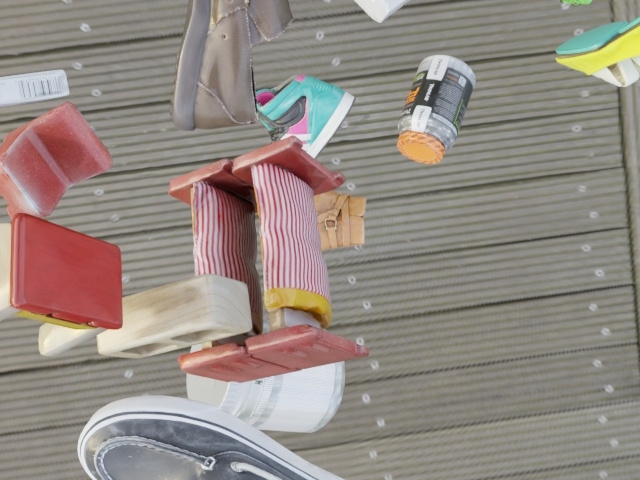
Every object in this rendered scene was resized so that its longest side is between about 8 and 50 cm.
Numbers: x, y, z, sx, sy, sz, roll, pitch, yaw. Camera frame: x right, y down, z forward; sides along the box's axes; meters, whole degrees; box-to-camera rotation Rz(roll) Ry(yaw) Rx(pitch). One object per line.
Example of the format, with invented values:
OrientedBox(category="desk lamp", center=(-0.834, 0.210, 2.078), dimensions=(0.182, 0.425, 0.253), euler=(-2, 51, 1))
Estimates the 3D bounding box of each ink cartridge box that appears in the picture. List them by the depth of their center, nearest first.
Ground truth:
OrientedBox(category="ink cartridge box", center=(-0.542, -0.239, 1.368), dimensions=(0.223, 0.224, 0.045), euler=(-13, 103, -24))

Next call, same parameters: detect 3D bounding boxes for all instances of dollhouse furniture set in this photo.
OrientedBox(category="dollhouse furniture set", center=(-0.111, -0.004, 0.709), dimensions=(0.152, 0.374, 0.201), euler=(-16, 69, 23))

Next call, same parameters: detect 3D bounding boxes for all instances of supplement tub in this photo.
OrientedBox(category="supplement tub", center=(0.220, -0.252, 1.618), dimensions=(0.117, 0.117, 0.190), euler=(23, 71, -6))

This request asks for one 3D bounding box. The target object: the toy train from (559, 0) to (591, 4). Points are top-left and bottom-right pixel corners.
OrientedBox(category="toy train", center=(0.506, -0.483, 1.668), dimensions=(0.017, 0.083, 0.024), euler=(-45, 123, -13))

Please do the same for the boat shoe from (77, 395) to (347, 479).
OrientedBox(category="boat shoe", center=(-0.064, 0.221, 0.666), dimensions=(0.301, 0.102, 0.108), euler=(26, 104, 4))

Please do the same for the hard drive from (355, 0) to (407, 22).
OrientedBox(category="hard drive", center=(0.113, -0.499, 1.380), dimensions=(0.203, 0.040, 0.307), euler=(46, 51, -1))

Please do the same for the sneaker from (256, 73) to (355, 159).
OrientedBox(category="sneaker", center=(-0.081, -0.219, 1.693), dimensions=(0.178, 0.124, 0.295), euler=(34, 116, -8))

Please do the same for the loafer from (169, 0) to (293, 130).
OrientedBox(category="loafer", center=(-0.094, -0.302, 1.021), dimensions=(0.130, 0.134, 0.366), euler=(11, 120, -8))

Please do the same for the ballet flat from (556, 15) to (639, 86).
OrientedBox(category="ballet flat", center=(0.354, -0.217, 0.952), dimensions=(0.077, 0.231, 0.077), euler=(-35, 99, -18))

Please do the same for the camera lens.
OrientedBox(category="camera lens", center=(-0.104, 0.271, 1.688), dimensions=(0.274, 0.219, 0.219), euler=(12, 97, -32))

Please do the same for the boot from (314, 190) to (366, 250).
OrientedBox(category="boot", center=(0.000, 0.000, 1.440), dimensions=(0.152, 0.073, 0.197), euler=(7, 75, 2))
